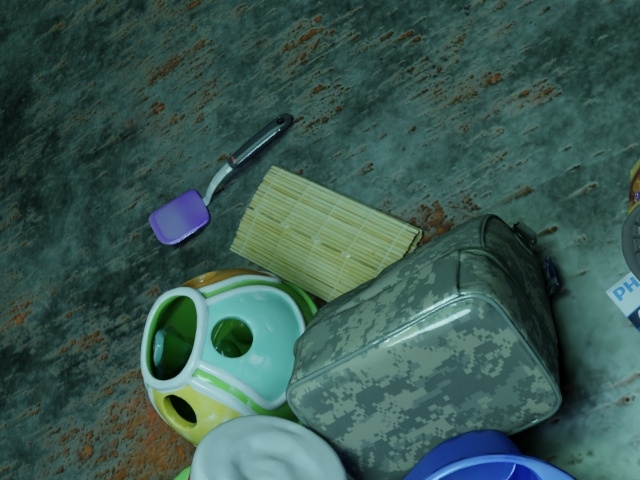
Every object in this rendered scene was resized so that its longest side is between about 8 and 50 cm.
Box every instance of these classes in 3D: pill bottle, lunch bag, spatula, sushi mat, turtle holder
[{"bbox_3d":[-0.088,0.373,1.224,0.176,0.176,0.319,47,134,39],"label":"pill bottle"},{"bbox_3d":[0.132,0.115,1.275,0.305,0.212,0.256,-31,24,23],"label":"lunch bag"},{"bbox_3d":[-0.156,-0.102,1.691,0.296,0.030,0.084,-42,53,14],"label":"spatula"},{"bbox_3d":[0.000,0.000,1.543,0.316,0.019,0.151,26,89,40],"label":"sushi mat"},{"bbox_3d":[-0.132,0.190,1.414,0.243,0.227,0.320,21,86,45],"label":"turtle holder"}]

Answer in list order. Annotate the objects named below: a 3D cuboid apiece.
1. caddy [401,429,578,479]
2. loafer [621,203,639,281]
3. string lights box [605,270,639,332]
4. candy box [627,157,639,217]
[{"bbox_3d":[0.155,0.367,1.113,0.241,0.179,0.341,41,100,0],"label":"caddy"},{"bbox_3d":[0.499,-0.003,1.081,0.365,0.130,0.134,-5,84,15],"label":"loafer"},{"bbox_3d":[0.445,0.113,1.136,0.133,0.076,0.260,-43,52,14],"label":"string lights box"},{"bbox_3d":[0.413,-0.095,1.175,0.187,0.053,0.109,115,175,-48],"label":"candy box"}]
